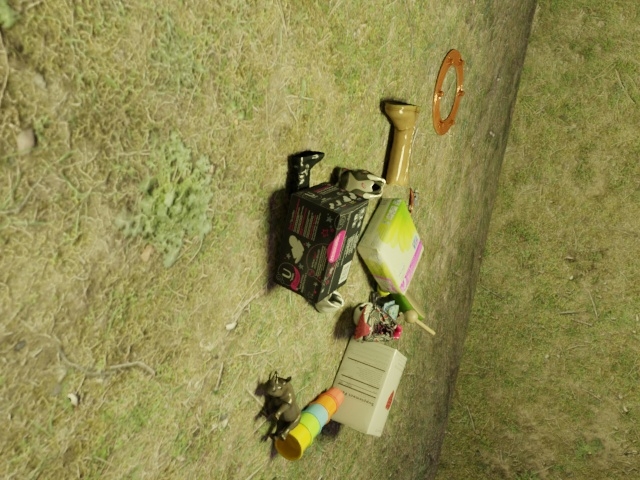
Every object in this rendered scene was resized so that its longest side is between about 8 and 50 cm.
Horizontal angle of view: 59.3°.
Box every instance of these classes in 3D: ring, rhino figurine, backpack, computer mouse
[{"bbox_3d":[0.523,-0.589,2.257,0.336,0.032,0.336,-36,133,-51],"label":"ring"},{"bbox_3d":[-0.107,0.441,1.528,0.106,0.073,0.243,-45,139,-39],"label":"rhino figurine"},{"bbox_3d":[0.236,0.277,2.085,0.105,0.084,0.114,-5,111,-59],"label":"backpack"},{"bbox_3d":[0.152,0.245,1.959,0.193,0.042,0.106,-15,123,-65],"label":"computer mouse"}]

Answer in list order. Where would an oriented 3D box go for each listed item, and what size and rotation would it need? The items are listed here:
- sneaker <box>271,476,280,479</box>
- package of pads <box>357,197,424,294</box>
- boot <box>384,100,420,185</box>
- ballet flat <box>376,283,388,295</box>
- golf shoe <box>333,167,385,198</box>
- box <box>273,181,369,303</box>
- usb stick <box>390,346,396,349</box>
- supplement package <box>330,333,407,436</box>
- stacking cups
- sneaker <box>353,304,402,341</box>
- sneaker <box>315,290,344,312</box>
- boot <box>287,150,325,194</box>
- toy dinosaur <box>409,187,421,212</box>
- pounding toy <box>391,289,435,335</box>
[{"bbox_3d":[-0.154,0.772,1.621,0.118,0.083,0.222,-33,141,-28],"label":"sneaker"},{"bbox_3d":[0.246,0.029,1.935,0.229,0.101,0.296,-61,141,-26],"label":"package of pads"},{"bbox_3d":[0.256,-0.309,1.827,0.236,0.089,0.269,-16,118,-59],"label":"boot"},{"bbox_3d":[0.271,0.112,2.099,0.231,0.077,0.077,-58,170,-25],"label":"ballet flat"},{"bbox_3d":[0.138,-0.151,1.649,0.273,0.120,0.105,-8,108,-63],"label":"golf shoe"},{"bbox_3d":[0.000,0.000,1.399,0.163,0.142,0.247,-29,139,-56],"label":"box"},{"bbox_3d":[0.292,0.578,2.389,0.077,0.045,0.278,-48,143,-54],"label":"usb stick"},{"bbox_3d":[0.159,0.505,1.951,0.293,0.175,0.177,-68,153,-13],"label":"supplement package"},{"bbox_3d":[-0.015,0.548,1.730,0.316,0.096,0.096,-26,126,-56],"label":"stacking cups"},{"bbox_3d":[0.197,0.286,1.889,0.299,0.112,0.120,11,98,-68],"label":"sneaker"},{"bbox_3d":[0.034,0.175,1.637,0.212,0.094,0.080,38,68,-62],"label":"sneaker"},{"bbox_3d":[-0.034,-0.166,1.391,0.121,0.045,0.099,-26,126,-51],"label":"boot"},{"bbox_3d":[0.352,-0.148,2.167,0.090,0.047,0.082,28,86,-29],"label":"toy dinosaur"},{"bbox_3d":[0.321,0.275,2.186,0.110,0.237,0.183,-37,128,11],"label":"pounding toy"}]
